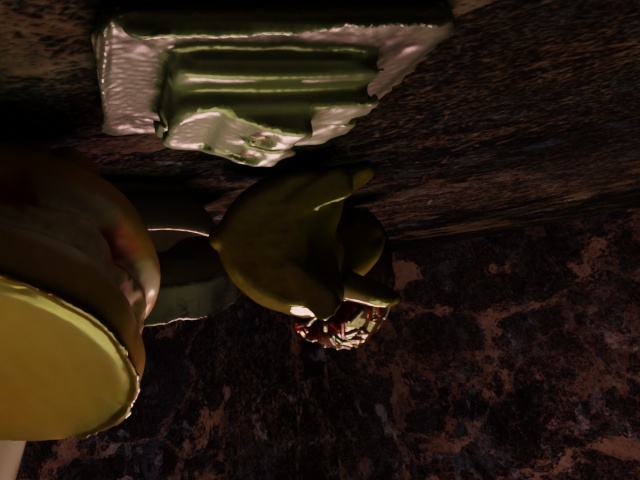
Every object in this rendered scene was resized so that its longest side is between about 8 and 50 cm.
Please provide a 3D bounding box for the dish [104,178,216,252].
[{"bbox_3d":[-0.243,-0.025,0.800,0.212,0.077,0.151,-4,176,-42],"label":"dish"}]

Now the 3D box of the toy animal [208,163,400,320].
[{"bbox_3d":[0.014,-0.001,0.893,0.181,0.181,0.363,-5,179,24],"label":"toy animal"}]

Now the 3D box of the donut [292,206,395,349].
[{"bbox_3d":[0.025,0.064,1.209,0.103,0.269,0.270,9,167,-33],"label":"donut"}]

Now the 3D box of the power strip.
[{"bbox_3d":[-0.038,-0.088,0.456,0.213,0.064,0.198,-5,173,-16],"label":"power strip"}]

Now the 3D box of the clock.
[{"bbox_3d":[-0.240,0.033,0.943,0.281,0.055,0.280,5,-161,-2],"label":"clock"}]

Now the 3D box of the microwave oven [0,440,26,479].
[{"bbox_3d":[-0.538,0.180,0.732,0.395,0.247,0.333,10,141,-11],"label":"microwave oven"}]

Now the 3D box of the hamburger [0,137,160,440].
[{"bbox_3d":[-0.293,0.038,0.581,0.303,0.186,0.260,-2,137,-4],"label":"hamburger"}]
